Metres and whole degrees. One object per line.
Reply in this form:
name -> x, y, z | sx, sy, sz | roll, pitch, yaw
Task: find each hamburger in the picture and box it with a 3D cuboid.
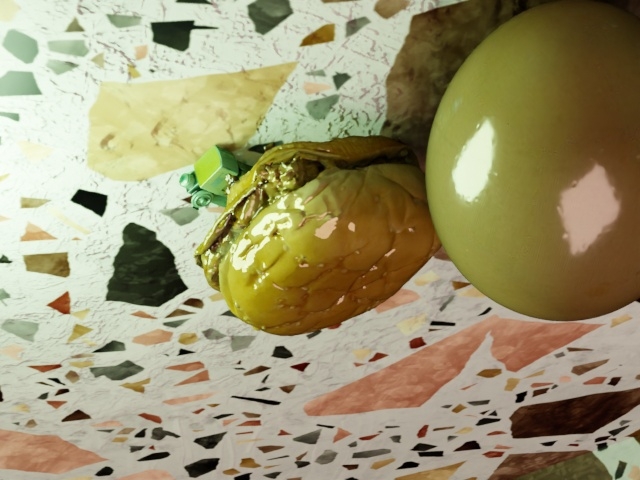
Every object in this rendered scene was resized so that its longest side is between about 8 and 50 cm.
hamburger -> 0.000, 0.000, 1.470 | 0.318, 0.158, 0.319 | -20, 152, -11

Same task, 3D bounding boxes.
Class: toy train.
toy train -> -0.112, -0.068, 1.476 | 0.122, 0.050, 0.081 | 19, 127, -44

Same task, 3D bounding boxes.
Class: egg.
egg -> 0.263, -0.084, 1.305 | 0.301, 0.301, 0.374 | -6, 131, -6
